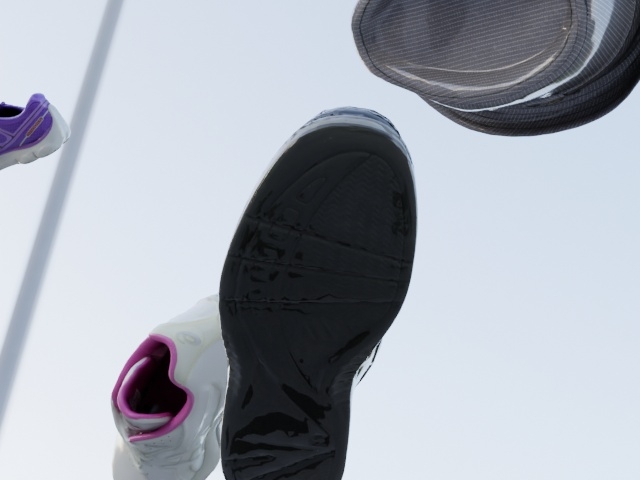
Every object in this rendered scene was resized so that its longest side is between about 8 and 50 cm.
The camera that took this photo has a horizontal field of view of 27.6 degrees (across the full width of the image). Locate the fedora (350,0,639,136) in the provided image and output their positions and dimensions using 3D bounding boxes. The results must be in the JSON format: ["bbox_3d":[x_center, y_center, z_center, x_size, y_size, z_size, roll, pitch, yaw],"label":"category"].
[{"bbox_3d":[0.120,-0.177,0.984,0.275,0.124,0.244,0,-66,35],"label":"fedora"}]

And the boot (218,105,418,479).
[{"bbox_3d":[-0.002,0.000,0.679,0.085,0.179,0.236,10,-53,-1],"label":"boot"}]

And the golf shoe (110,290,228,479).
[{"bbox_3d":[-0.139,0.143,1.138,0.140,0.115,0.306,-15,-29,-42],"label":"golf shoe"}]

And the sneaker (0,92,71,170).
[{"bbox_3d":[-0.325,-0.105,1.295,0.170,0.068,0.071,-18,-71,25],"label":"sneaker"}]
